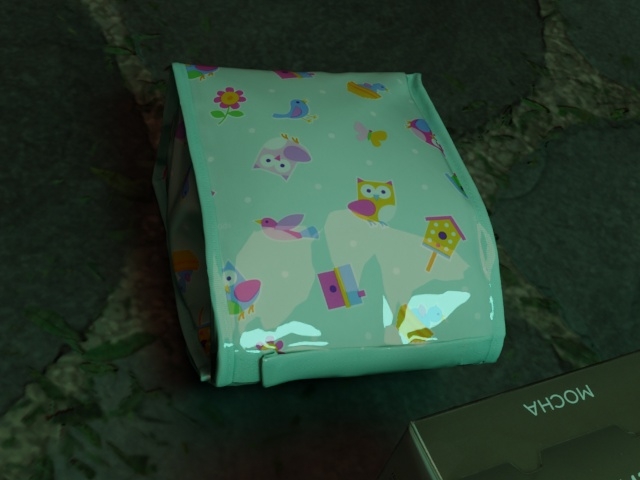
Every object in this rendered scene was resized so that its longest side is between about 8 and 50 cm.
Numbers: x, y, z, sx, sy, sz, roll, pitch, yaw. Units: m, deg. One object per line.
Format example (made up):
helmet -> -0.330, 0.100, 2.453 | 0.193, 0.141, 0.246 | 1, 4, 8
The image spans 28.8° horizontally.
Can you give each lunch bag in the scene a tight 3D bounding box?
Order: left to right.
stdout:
lunch bag -> 0.000, 0.000, 0.937 | 0.223, 0.160, 0.262 | -2, 48, -18

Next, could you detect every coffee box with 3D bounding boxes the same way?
coffee box -> 0.104, 0.201, 0.718 | 0.168, 0.297, 0.119 | -13, 58, -24
